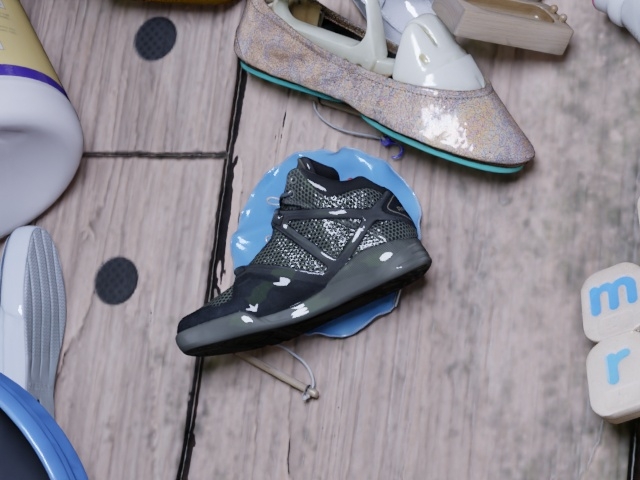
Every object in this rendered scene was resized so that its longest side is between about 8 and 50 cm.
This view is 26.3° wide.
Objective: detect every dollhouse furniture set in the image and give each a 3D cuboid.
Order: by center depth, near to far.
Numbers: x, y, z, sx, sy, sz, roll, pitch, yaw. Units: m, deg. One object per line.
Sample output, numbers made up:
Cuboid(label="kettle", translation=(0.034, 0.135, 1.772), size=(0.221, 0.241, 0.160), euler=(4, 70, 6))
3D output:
Cuboid(label="dollhouse furniture set", translation=(0.144, -0.259, 1.173), size=(0.123, 0.144, 0.151), euler=(-67, 33, 30))

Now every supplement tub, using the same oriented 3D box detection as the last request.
Cuboid(label="supplement tub", translation=(-0.396, -0.175, 1.321), size=(0.241, 0.241, 0.331), euler=(-33, 66, 9))

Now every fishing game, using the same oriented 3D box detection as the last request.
Cuboid(label="fishing game", translation=(0.000, 0.000, 1.228), size=(0.189, 0.041, 0.264), euler=(26, 86, 27))

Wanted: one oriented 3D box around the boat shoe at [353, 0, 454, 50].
Cuboid(label="boat shoe", translation=(0.054, -0.243, 1.263), size=(0.066, 0.063, 0.184), euler=(-36, 65, 8))

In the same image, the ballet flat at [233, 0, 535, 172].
Cuboid(label="ballet flat", translation=(0.053, -0.158, 1.205), size=(0.316, 0.107, 0.106), euler=(24, 118, 25))

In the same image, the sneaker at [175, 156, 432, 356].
Cuboid(label="sneaker", translation=(-0.031, 0.014, 1.174), size=(0.227, 0.087, 0.130), euler=(-26, 74, 10))

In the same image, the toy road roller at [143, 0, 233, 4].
Cuboid(label="toy road roller", translation=(-0.169, -0.323, 1.250), size=(0.202, 0.329, 0.241), euler=(6, 113, 24))

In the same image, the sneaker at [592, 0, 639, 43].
Cuboid(label="sneaker", translation=(0.358, -0.229, 1.130), size=(0.252, 0.103, 0.111), euler=(-34, 70, 16))

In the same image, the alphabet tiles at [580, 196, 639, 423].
Cuboid(label="alphabet tiles", translation=(0.330, 0.040, 1.029), size=(0.284, 0.021, 0.278), euler=(-24, 43, 29))

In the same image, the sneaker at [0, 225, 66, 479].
Cuboid(label="sneaker", translation=(-0.300, 0.112, 1.280), size=(0.091, 0.094, 0.258), euler=(-2, 75, 16))

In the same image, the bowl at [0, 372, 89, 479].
Cuboid(label="bowl", translation=(-0.368, 0.282, 1.217), size=(0.391, 0.077, 0.391), euler=(0, 91, 20))
